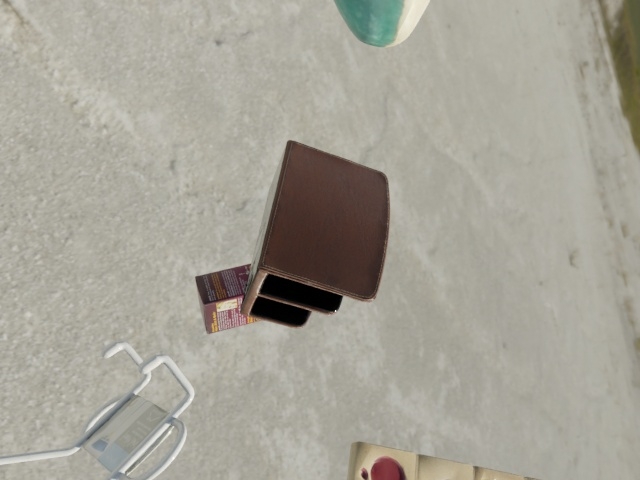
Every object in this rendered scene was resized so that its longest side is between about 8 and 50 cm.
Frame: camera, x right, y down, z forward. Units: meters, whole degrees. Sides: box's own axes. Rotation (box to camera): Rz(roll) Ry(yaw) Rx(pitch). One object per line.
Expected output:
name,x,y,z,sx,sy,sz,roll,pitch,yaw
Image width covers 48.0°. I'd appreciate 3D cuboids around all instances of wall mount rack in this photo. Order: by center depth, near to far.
wall mount rack,-0.352,0.284,1.053,0.304,0.350,0.130,-44,110,-25

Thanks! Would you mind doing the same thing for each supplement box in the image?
supplement box,-0.154,0.112,1.476,0.104,0.188,0.080,93,-21,-48

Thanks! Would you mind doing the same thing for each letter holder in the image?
letter holder,0.000,0.000,1.293,0.215,0.152,0.301,16,51,-8

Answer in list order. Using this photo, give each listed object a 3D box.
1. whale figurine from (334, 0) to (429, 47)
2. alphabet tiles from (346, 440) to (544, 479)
whale figurine,-0.013,-0.222,0.335,0.141,0.216,0.272,-3,64,-19
alphabet tiles,0.086,0.242,0.373,0.198,0.009,0.237,19,66,-25
